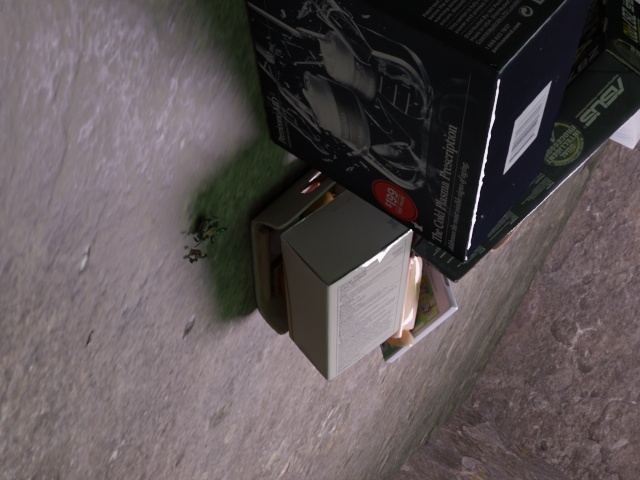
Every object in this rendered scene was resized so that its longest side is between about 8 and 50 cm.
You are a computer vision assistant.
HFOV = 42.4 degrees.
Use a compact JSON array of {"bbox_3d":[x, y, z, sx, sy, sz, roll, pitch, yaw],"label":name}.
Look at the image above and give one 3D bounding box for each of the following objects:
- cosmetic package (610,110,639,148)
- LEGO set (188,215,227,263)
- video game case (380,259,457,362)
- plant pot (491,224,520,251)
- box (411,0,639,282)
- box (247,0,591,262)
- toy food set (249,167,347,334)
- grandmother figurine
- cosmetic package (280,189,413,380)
[{"bbox_3d":[0.537,-0.310,1.599,0.138,0.224,0.225,-59,156,0],"label":"cosmetic package"},{"bbox_3d":[-0.152,-0.006,1.075,0.083,0.023,0.054,-50,160,22],"label":"LEGO set"},{"bbox_3d":[0.172,0.107,1.630,0.023,0.193,0.212,13,138,-32],"label":"video game case"},{"bbox_3d":[0.457,-0.098,2.092,0.237,0.110,0.237,-44,156,-25],"label":"plant pot"},{"bbox_3d":[0.308,-0.162,1.201,0.395,0.097,0.318,-50,-175,35],"label":"box"},{"bbox_3d":[0.097,-0.193,0.927,0.179,0.312,0.343,-46,156,-21],"label":"box"},{"bbox_3d":[0.000,0.000,1.297,0.220,0.092,0.306,-44,155,-28],"label":"toy food set"},{"bbox_3d":[0.145,0.021,1.509,0.104,0.208,0.342,-102,-164,-74],"label":"grandmother figurine"},{"bbox_3d":[0.038,0.072,1.253,0.160,0.113,0.309,-33,151,-21],"label":"cosmetic package"}]
